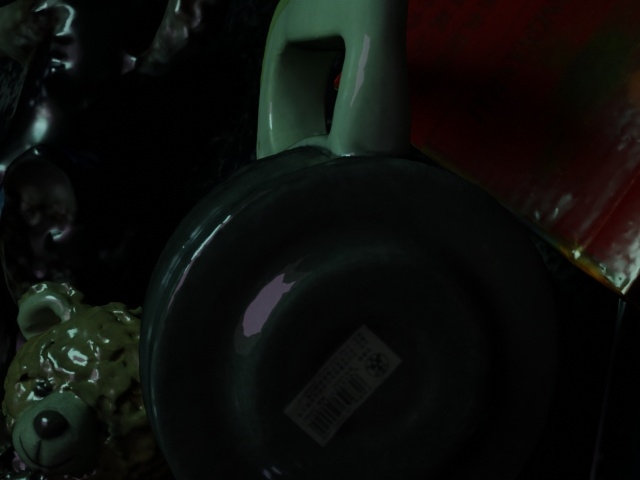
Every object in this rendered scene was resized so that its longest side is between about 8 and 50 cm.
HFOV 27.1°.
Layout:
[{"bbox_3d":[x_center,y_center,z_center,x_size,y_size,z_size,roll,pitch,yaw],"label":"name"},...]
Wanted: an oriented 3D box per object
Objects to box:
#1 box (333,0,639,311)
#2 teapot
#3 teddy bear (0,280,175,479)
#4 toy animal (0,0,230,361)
[{"bbox_3d":[0.166,-0.102,0.837,0.197,0.089,0.313,-54,42,6],"label":"box"},{"bbox_3d":[-0.019,0.014,0.813,0.239,0.322,0.239,-27,19,-10],"label":"teapot"},{"bbox_3d":[-0.182,0.167,0.971,0.267,0.156,0.256,29,98,3],"label":"teddy bear"},{"bbox_3d":[-0.189,-0.067,1.084,0.302,0.194,0.344,-16,64,44],"label":"toy animal"}]
